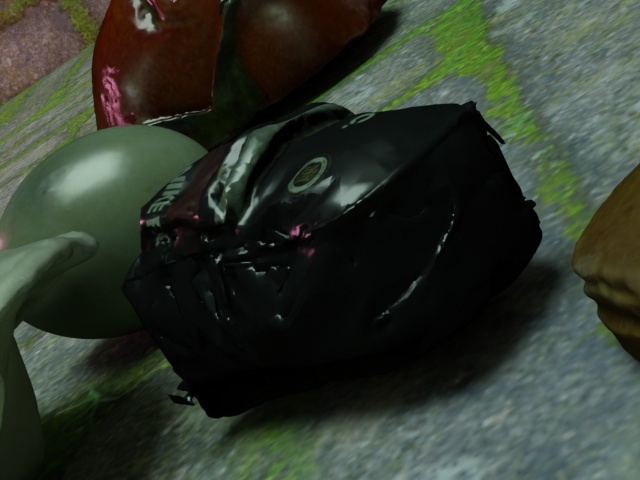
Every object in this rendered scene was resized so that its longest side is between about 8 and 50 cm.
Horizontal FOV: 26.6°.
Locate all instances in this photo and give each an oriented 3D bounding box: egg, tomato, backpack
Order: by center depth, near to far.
[{"bbox_3d":[0.003,-0.002,0.537,0.165,0.106,0.120,-22,16,47],"label":"backpack"},{"bbox_3d":[-0.119,-0.003,0.766,0.152,0.114,0.114,-30,17,24],"label":"egg"},{"bbox_3d":[-0.095,-0.192,1.153,0.309,0.170,0.309,-31,18,11],"label":"tomato"}]

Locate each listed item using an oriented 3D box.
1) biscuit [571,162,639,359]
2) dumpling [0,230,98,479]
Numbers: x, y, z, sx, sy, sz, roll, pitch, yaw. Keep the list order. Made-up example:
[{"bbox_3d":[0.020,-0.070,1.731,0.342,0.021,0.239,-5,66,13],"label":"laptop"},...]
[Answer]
[{"bbox_3d":[0.217,-0.059,0.366,0.277,0.052,0.262,-39,16,-14],"label":"biscuit"},{"bbox_3d":[-0.217,0.061,0.639,0.243,0.187,0.318,-44,16,-3],"label":"dumpling"}]
